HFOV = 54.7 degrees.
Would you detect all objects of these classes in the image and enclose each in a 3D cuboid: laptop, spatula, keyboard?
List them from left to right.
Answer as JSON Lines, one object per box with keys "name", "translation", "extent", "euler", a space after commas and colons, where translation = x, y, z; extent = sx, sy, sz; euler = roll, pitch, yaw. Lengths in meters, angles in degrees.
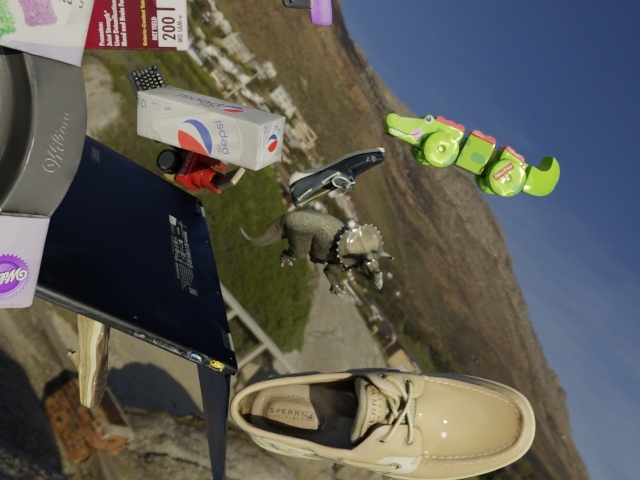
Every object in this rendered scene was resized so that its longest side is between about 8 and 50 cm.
{"name": "laptop", "translation": [-0.249, 0.095, 0.818], "extent": [0.408, 0.236, 0.382], "euler": [32, 18, -32]}
{"name": "keyboard", "translation": [-0.354, -0.314, 1.397], "extent": [0.180, 0.108, 0.023], "euler": [66, -27, 5]}
{"name": "spatula", "translation": [-0.027, -0.519, 1.355], "extent": [0.296, 0.030, 0.084], "euler": [-47, 136, -67]}

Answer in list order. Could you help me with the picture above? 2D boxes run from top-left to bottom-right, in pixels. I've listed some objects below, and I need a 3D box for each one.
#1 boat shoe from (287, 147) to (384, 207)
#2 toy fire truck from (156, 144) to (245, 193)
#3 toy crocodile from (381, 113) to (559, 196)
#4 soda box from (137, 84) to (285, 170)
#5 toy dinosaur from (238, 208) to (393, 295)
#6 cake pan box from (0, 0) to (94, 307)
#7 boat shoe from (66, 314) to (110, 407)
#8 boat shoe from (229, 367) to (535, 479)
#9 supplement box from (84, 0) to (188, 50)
{"name": "boat shoe", "translation": [0.041, -0.150, 1.478], "extent": [0.095, 0.254, 0.079], "euler": [26, 47, -71]}
{"name": "toy fire truck", "translation": [-0.243, -0.209, 1.468], "extent": [0.246, 0.217, 0.158], "euler": [26, -1, 21]}
{"name": "toy crocodile", "translation": [0.272, -0.161, 1.132], "extent": [0.340, 0.105, 0.115], "euler": [23, 7, -2]}
{"name": "soda box", "translation": [-0.216, -0.223, 1.203], "extent": [0.286, 0.098, 0.091], "euler": [19, -63, 20]}
{"name": "toy dinosaur", "translation": [0.000, 0.000, 1.142], "extent": [0.313, 0.121, 0.160], "euler": [27, -42, 20]}
{"name": "cake pan box", "translation": [-0.274, -0.080, 0.351], "extent": [0.070, 0.245, 0.267], "euler": [27, 13, 40]}
{"name": "boat shoe", "translation": [-0.450, 0.224, 1.191], "extent": [0.068, 0.072, 0.190], "euler": [105, -14, -74]}
{"name": "boat shoe", "translation": [0.059, 0.179, 0.620], "extent": [0.098, 0.302, 0.109], "euler": [60, 32, -65]}
{"name": "supplement box", "translation": [-0.264, -0.270, 0.647], "extent": [0.073, 0.239, 0.130], "euler": [-125, -147, -61]}
